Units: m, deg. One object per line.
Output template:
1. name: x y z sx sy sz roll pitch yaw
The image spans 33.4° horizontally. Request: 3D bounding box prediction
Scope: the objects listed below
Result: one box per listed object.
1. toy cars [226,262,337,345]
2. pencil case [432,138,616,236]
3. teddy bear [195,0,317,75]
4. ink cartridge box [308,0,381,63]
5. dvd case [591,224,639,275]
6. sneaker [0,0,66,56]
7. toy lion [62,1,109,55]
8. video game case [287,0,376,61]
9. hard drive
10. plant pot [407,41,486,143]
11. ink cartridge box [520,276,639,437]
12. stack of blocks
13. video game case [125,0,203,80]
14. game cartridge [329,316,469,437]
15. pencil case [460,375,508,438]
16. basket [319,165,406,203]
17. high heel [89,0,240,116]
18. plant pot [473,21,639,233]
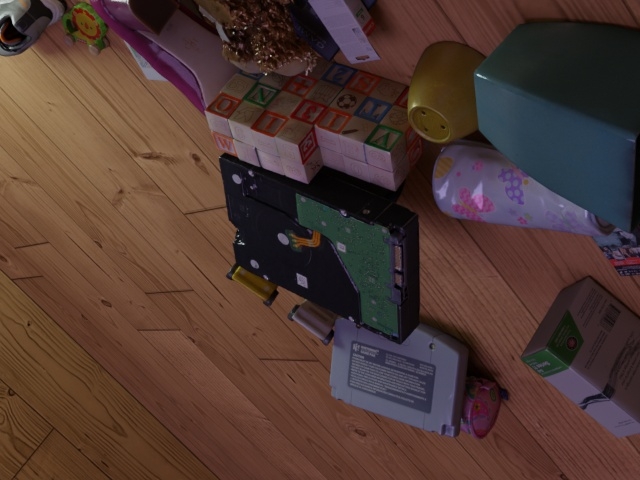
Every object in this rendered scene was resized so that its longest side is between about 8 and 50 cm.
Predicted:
1. toy cars: -0.059 0.109 2.130 0.176 0.087 0.394 33 176 41
2. pencil case: 0.287 -0.077 1.471 0.273 0.113 0.124 7 132 43
3. teddy bear: -0.123 -0.361 1.474 0.338 0.113 0.245 49 162 -17
4. ink cartridge box: 0.040 -0.296 1.453 0.063 0.029 0.115 1 138 48
5. dvd case: 0.438 0.005 1.531 0.119 0.013 0.087 47 151 -22
6. sneaker: -0.570 -0.394 1.968 0.100 0.108 0.271 45 153 -19
7. toy lion: -0.421 -0.383 1.899 0.100 0.034 0.096 23 143 25
8. video game case: -0.010 -0.373 1.448 0.196 0.026 0.274 39 153 -4
9. hard drive: 0.000 0.000 1.650 0.339 0.064 0.237 24 140 30
10. plant pot: 0.171 -0.188 1.449 0.134 0.095 0.134 28 152 16
11. ink cartridge box: 0.440 0.184 1.655 0.208 0.153 0.087 40 153 -4
12. stack of blocks: 0.001 -0.175 1.583 0.297 0.171 0.087 22 149 25
13. video game case: -0.267 -0.354 1.769 0.206 0.026 0.227 11 143 39
14. game cartridge: 0.151 0.248 2.073 0.297 0.198 0.062 14 -171 37
15. pencil case: 0.223 0.302 2.129 0.284 0.124 0.124 11 143 39
16. basket: 0.001 -0.096 1.737 0.227 0.154 0.204 36 155 10
17. high heel: -0.213 -0.299 1.701 0.181 0.127 0.377 31 167 49
18. plant pot: 0.310 -0.156 1.276 0.234 0.165 0.165 27 152 31
